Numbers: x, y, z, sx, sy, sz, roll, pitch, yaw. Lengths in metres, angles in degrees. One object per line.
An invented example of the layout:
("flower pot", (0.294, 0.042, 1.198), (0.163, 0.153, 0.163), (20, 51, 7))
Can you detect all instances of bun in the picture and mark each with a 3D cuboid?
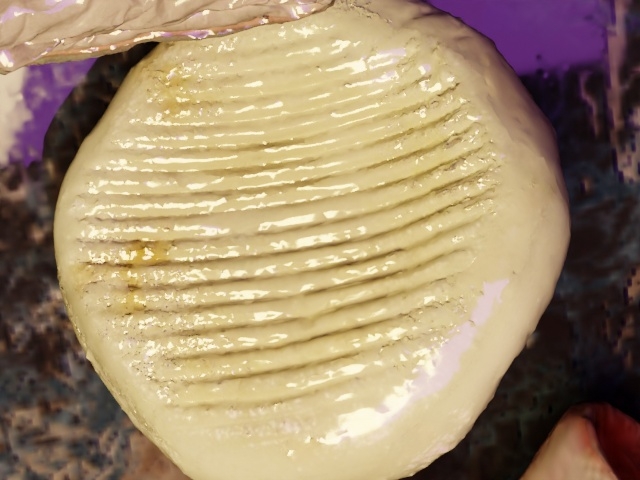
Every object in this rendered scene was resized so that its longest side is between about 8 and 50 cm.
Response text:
("bun", (0.000, 0.000, 0.696), (0.183, 0.102, 0.183), (-2, 81, 14))

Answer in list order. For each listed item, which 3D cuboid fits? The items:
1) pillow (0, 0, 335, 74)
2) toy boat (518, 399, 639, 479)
("pillow", (-0.124, -0.117, 0.640), (0.248, 0.049, 0.135), (-10, 82, -5))
("toy boat", (0.210, 0.073, 0.727), (0.206, 0.096, 0.282), (32, 115, -22))
